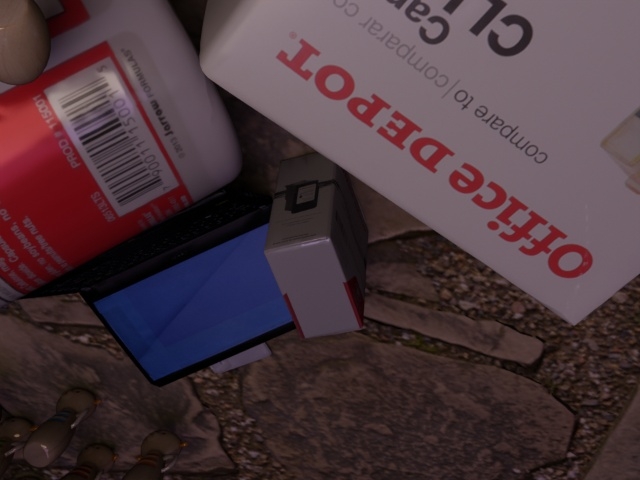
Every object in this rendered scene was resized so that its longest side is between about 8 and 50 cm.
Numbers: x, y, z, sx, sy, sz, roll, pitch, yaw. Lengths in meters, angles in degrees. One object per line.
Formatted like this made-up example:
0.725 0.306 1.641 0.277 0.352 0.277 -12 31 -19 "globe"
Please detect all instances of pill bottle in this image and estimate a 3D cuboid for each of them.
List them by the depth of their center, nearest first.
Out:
-0.285 -0.056 0.723 0.407 0.229 0.229 -29 123 -6 "pill bottle"

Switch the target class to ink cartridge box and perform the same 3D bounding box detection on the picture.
0.160 -0.176 0.481 0.279 0.160 0.385 33 119 -21 "ink cartridge box"
0.000 0.000 0.885 0.063 0.150 0.109 -13 124 13 "ink cartridge box"

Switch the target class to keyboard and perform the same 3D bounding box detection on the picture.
-0.140 0.046 1.002 0.072 0.014 0.256 -24 122 10 "keyboard"

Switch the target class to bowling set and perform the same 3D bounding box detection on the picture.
-0.311 0.227 1.070 0.287 0.154 0.200 -21 104 16 "bowling set"

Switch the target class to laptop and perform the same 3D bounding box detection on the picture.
-0.134 0.060 0.920 0.234 0.264 0.136 -25 85 9 "laptop"

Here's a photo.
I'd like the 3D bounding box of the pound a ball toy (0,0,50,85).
-0.281 -0.225 0.622 0.208 0.319 0.136 -2 154 -11 "pound a ball toy"
